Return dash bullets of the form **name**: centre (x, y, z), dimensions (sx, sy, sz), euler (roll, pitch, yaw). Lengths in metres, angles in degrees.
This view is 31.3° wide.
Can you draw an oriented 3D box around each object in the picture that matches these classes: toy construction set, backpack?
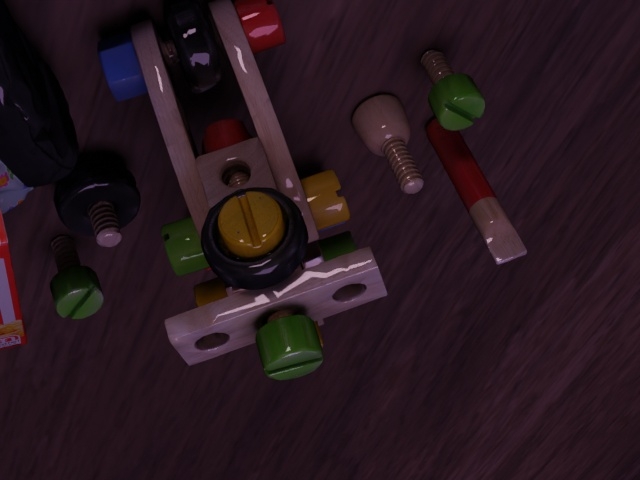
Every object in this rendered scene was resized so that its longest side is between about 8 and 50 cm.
- **toy construction set**: centre (0.000, 0.000, 0.741), dimensions (0.309, 0.237, 0.257), euler (-7, 140, -22)
- **backpack**: centre (-0.243, -0.058, 0.643), dimensions (0.182, 0.115, 0.152), euler (-20, 146, 0)

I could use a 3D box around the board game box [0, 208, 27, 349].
- **board game box**: centre (-0.245, 0.029, 0.637), dimensions (0.147, 0.045, 0.193), euler (-13, 163, -15)
